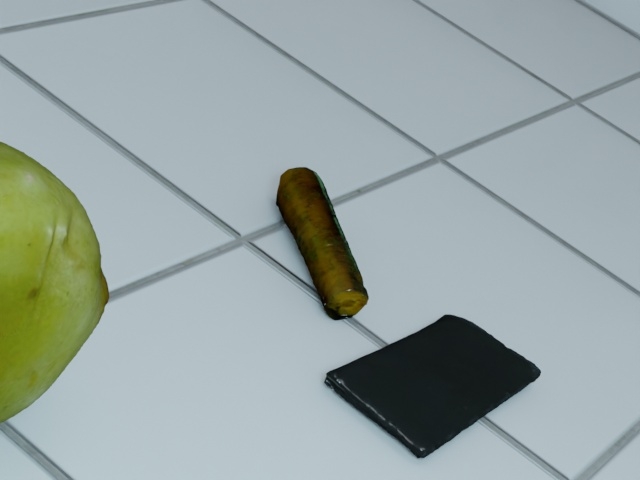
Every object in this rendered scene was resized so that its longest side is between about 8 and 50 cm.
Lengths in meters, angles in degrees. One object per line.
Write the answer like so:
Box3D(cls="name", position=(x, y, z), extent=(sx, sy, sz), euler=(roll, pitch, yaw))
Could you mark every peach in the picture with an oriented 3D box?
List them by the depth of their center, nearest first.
Box3D(cls="peach", position=(-0.358, 0.035, 1.281), extent=(0.314, 0.281, 0.316), euler=(6, -3, 34))

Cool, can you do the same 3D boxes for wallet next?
Box3D(cls="wallet", position=(0.135, 0.160, 1.696), extent=(0.146, 0.030, 0.285), euler=(34, 30, 23))

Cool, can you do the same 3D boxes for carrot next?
Box3D(cls="carrot", position=(0.000, 0.000, 1.824), extent=(0.070, 0.070, 0.260), euler=(8, 35, -26))
